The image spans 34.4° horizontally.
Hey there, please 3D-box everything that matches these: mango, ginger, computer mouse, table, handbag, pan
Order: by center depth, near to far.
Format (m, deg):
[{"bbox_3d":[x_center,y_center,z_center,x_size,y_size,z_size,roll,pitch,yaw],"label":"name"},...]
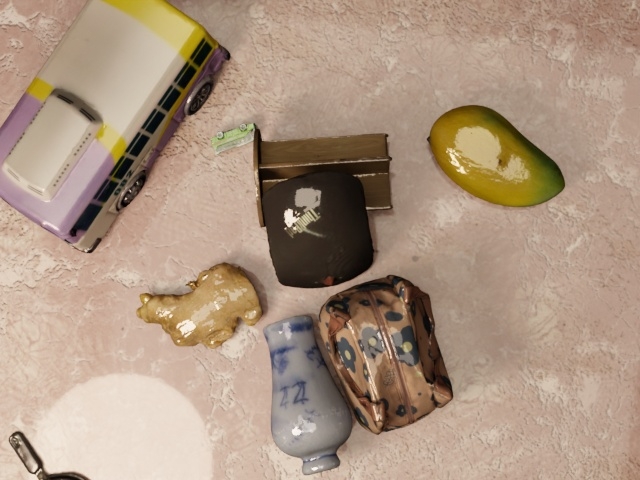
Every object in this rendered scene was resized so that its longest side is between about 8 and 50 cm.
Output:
[{"bbox_3d":[0.000,0.000,1.680,0.170,0.269,0.100,-8,57,2],"label":"computer mouse"},{"bbox_3d":[0.112,0.185,1.693,0.190,0.193,0.252,-21,85,-1],"label":"handbag"},{"bbox_3d":[0.006,-0.111,1.741,0.226,0.167,0.167,-3,87,0],"label":"table"},{"bbox_3d":[0.292,-0.133,1.746,0.237,0.091,0.137,42,98,6],"label":"mango"},{"bbox_3d":[-0.210,0.124,1.790,0.213,0.074,0.137,-21,77,0],"label":"ginger"},{"bbox_3d":[-0.482,0.439,1.823,0.136,0.028,0.235,-37,85,2],"label":"pan"}]

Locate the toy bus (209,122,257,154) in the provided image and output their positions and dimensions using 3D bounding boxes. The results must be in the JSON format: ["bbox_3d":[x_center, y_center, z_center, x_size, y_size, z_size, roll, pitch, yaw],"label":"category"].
[{"bbox_3d":[-0.151,-0.181,1.818,0.083,0.031,0.037,-19,93,4],"label":"toy bus"}]

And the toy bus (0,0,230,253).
[{"bbox_3d":[-0.368,-0.207,1.729,0.209,0.249,0.440,35,91,6],"label":"toy bus"}]

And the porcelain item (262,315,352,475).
[{"bbox_3d":[-0.026,0.261,1.738,0.141,0.141,0.259,-15,79,5],"label":"porcelain item"}]
